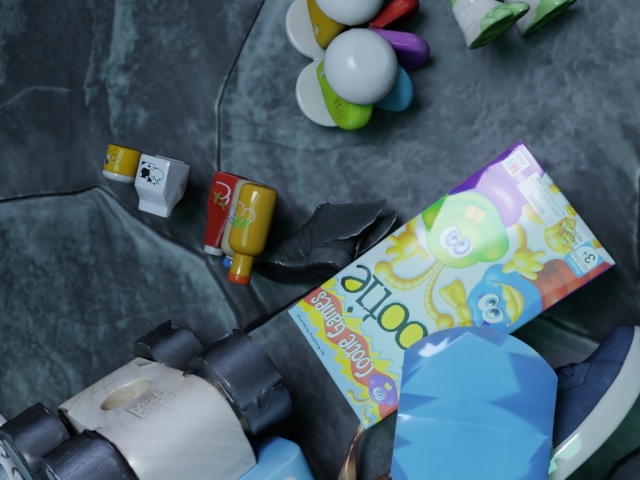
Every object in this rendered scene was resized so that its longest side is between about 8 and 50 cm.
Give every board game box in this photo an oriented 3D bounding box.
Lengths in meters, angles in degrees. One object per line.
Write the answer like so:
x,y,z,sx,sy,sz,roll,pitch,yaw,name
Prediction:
0.132,0.046,0.831,0.275,0.142,0.144,-37,78,14,board game box
0.135,0.161,0.736,0.133,0.033,0.168,6,85,11,board game box

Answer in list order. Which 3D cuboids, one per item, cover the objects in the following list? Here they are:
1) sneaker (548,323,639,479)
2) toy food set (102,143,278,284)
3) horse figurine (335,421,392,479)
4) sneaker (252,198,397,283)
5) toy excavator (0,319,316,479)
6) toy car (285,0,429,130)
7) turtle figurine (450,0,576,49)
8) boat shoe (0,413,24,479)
0.163,0.184,0.799,0.350,0.131,0.148,-45,75,-6,sneaker
-0.145,-0.031,0.938,0.232,0.111,0.104,17,96,24,toy food set
0.076,0.307,0.885,0.263,0.066,0.174,42,94,17,horse figurine
-0.002,-0.001,0.922,0.170,0.051,0.089,-2,55,42,sneaker
-0.070,0.331,0.822,0.433,0.222,0.445,1,120,56,toy excavator
0.047,-0.208,0.878,0.136,0.159,0.181,-7,86,-19,toy car
0.161,-0.342,0.802,0.275,0.198,0.266,-29,84,19,turtle figurine
-0.425,0.278,1.030,0.277,0.096,0.098,29,98,16,boat shoe
